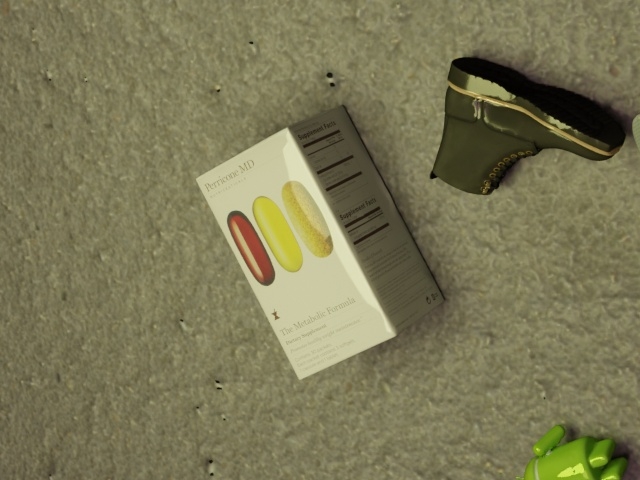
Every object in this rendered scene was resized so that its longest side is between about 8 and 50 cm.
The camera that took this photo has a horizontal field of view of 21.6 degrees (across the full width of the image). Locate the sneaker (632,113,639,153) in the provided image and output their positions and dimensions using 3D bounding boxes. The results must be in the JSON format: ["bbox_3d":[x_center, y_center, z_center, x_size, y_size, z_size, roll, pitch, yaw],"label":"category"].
[{"bbox_3d":[0.390,-0.020,1.603,0.091,0.094,0.258,-22,93,-9],"label":"sneaker"}]

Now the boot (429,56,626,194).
[{"bbox_3d":[0.207,-0.090,1.705,0.198,0.077,0.137,31,122,32],"label":"boot"}]

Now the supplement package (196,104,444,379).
[{"bbox_3d":[0.000,0.000,1.797,0.139,0.134,0.244,-28,91,31],"label":"supplement package"}]

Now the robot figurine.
[{"bbox_3d":[0.265,0.248,1.769,0.115,0.067,0.101,-28,103,32],"label":"robot figurine"}]
